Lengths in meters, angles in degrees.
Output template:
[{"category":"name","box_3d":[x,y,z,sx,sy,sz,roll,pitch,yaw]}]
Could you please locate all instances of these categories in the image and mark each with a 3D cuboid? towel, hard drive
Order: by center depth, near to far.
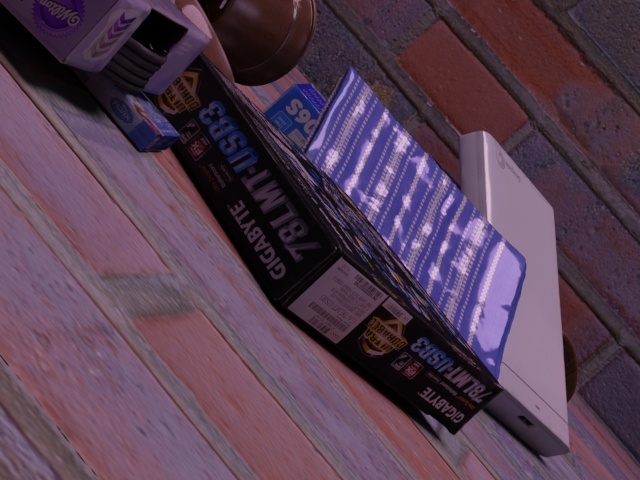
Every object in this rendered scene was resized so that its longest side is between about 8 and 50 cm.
[{"category":"towel","box_3d":[0.107,-0.010,1.702,0.336,0.040,0.243,46,41,-20]},{"category":"hard drive","box_3d":[0.245,0.067,1.923,0.233,0.047,0.353,42,40,-48]}]

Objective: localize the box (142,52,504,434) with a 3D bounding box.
[{"category":"box","box_3d":[0.000,0.000,1.306,0.293,0.073,0.295,43,8,-50]}]

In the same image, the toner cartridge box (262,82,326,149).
[{"category":"toner cartridge box","box_3d":[0.002,-0.132,2.096,0.165,0.075,0.348,48,6,-2]}]

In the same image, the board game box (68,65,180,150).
[{"category":"board game box","box_3d":[-0.148,-0.107,1.149,0.090,0.020,0.090,48,6,1]}]

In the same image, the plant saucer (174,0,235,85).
[{"category":"plant saucer","box_3d":[-0.134,-0.216,1.633,0.168,0.029,0.168,59,-9,16]}]

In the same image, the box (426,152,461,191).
[{"category":"box","box_3d":[0.183,0.028,2.097,0.247,0.142,0.163,40,14,-49]}]

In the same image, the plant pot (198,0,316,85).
[{"category":"plant pot","box_3d":[-0.117,-0.302,1.974,0.167,0.167,0.165,52,15,27]}]

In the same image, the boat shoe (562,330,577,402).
[{"category":"boat shoe","box_3d":[0.314,0.146,2.353,0.089,0.104,0.285,38,-23,57]}]

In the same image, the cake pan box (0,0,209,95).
[{"category":"cake pan box","box_3d":[-0.206,-0.214,1.072,0.267,0.070,0.246,44,8,5]}]

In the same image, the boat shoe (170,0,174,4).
[{"category":"boat shoe","box_3d":[-0.239,-0.325,1.503,0.267,0.096,0.088,48,2,-25]}]
